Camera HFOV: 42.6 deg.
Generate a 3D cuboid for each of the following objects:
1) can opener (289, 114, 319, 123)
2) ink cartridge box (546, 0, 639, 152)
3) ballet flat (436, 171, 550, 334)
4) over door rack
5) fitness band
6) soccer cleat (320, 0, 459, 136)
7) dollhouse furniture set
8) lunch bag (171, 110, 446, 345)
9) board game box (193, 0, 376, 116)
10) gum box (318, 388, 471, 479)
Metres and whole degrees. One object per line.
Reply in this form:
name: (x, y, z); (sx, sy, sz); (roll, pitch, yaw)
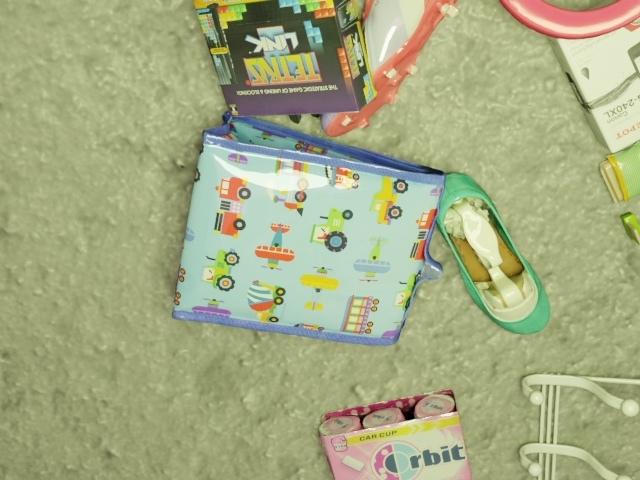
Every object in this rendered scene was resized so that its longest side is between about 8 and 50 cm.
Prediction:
can opener: (-0.036, -0.220, 0.920); (0.059, 0.073, 0.186); (-9, 119, -4)
ink cartridge box: (0.338, -0.190, 0.916); (0.109, 0.063, 0.150); (-29, 107, 11)
ballet flat: (0.206, 0.032, 0.990); (0.083, 0.087, 0.247); (-30, 107, 12)
over door rack: (0.426, 0.287, 1.069); (0.324, 0.108, 0.239); (-2, 111, 2)
fitness band: (0.246, -0.349, 0.835); (0.209, 0.054, 0.291); (-29, 92, 16)
soccer cleat: (0.071, -0.227, 0.913); (0.095, 0.083, 0.248); (46, 113, 17)
dollhouse furniture set: (0.395, -0.041, 0.973); (0.076, 0.058, 0.151); (-27, 108, 10)
lunch bag: (0.000, 0.000, 0.946); (0.293, 0.138, 0.221); (14, 110, 1)
board game box: (-0.039, -0.205, 0.869); (0.170, 0.048, 0.141); (3, 122, 32)
gum box: (0.097, 0.275, 1.095); (0.188, 0.062, 0.107); (-12, 109, 6)
